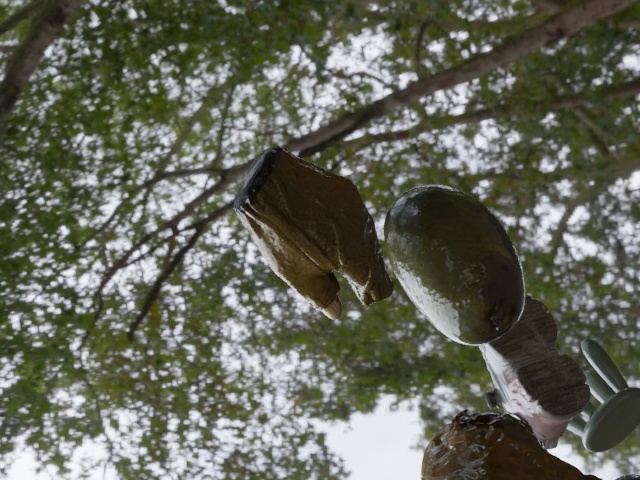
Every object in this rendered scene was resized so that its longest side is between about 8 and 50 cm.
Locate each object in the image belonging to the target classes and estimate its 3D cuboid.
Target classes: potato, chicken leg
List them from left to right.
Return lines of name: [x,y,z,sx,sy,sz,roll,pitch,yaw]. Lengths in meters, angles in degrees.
potato: [0.175,0.034,1.053,0.174,0.159,0.251,3,-145,-24]
chicken leg: [0.235,0.343,0.895,0.409,0.295,0.182,-44,-28,-68]

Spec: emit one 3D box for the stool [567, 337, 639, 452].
stool: [0.670,0.387,2.026,0.195,0.199,0.195,-29,-47,-10]

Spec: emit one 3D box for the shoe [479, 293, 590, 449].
shoe: [0.426,0.279,1.767,0.351,0.171,0.198,-109,16,-45]

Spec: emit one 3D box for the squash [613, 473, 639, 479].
squash: [0.583,0.537,1.449,0.252,0.165,0.252,12,-134,-13]

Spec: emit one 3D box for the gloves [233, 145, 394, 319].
gloves: [0.006,-0.007,1.376,0.356,0.155,0.203,44,-127,-34]
